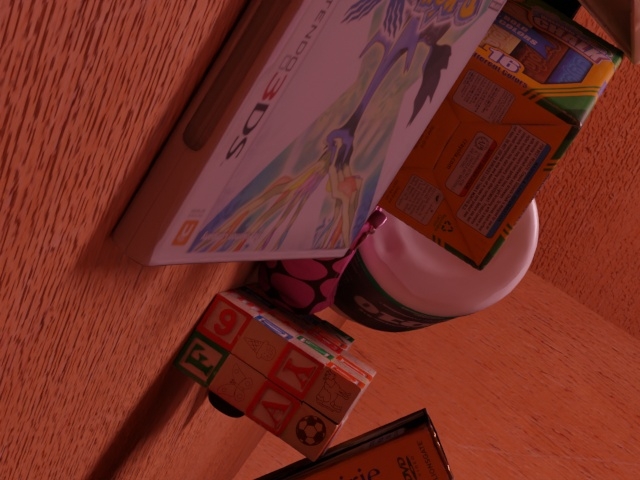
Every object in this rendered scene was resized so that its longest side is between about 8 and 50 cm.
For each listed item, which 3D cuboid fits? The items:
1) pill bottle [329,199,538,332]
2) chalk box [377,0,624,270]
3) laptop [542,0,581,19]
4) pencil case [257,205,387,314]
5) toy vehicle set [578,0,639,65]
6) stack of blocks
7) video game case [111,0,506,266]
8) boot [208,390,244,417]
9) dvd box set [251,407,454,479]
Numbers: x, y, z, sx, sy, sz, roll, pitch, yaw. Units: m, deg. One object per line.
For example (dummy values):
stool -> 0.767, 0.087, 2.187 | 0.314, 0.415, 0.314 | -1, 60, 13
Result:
pill bottle -> 0.101, 0.000, 1.853 | 0.204, 0.204, 0.361 | -56, -175, -12
chalk box -> 0.160, -0.134, 1.537 | 0.180, 0.179, 0.289 | -60, 173, 31
laptop -> 0.211, -0.251, 1.882 | 0.136, 0.264, 0.234 | 6, 124, -42
pencil case -> 0.000, 0.000, 1.652 | 0.095, 0.098, 0.209 | -54, 175, -30
toy vehicle set -> 0.253, -0.293, 1.478 | 0.035, 0.166, 0.267 | -32, 153, -5
stack of blocks -> -0.035, 0.130, 1.704 | 0.087, 0.171, 0.297 | -57, 176, 5
video game case -> 0.022, -0.115, 1.082 | 0.300, 0.036, 0.329 | -58, 162, 13
boot -> -0.066, 0.122, 2.004 | 0.198, 0.077, 0.137 | -42, -167, 50
dvd box set -> -0.073, 0.280, 1.610 | 0.420, 0.062, 0.307 | -23, 176, 2
